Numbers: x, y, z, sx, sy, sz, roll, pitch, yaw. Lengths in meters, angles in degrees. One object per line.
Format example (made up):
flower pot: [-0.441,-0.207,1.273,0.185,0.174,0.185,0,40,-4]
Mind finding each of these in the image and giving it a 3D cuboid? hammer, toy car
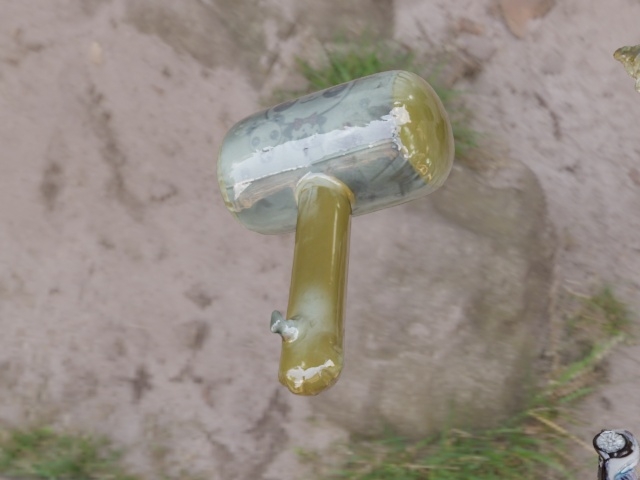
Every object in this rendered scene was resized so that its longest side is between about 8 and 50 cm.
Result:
hammer: [0.000,0.000,1.247,0.202,0.113,0.305,-18,41,26]
toy car: [0.106,0.102,0.551,0.025,0.093,0.041,2,124,10]

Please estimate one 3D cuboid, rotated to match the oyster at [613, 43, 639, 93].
oyster: [0.333,-0.161,1.383,0.121,0.146,0.045,-30,112,8]
